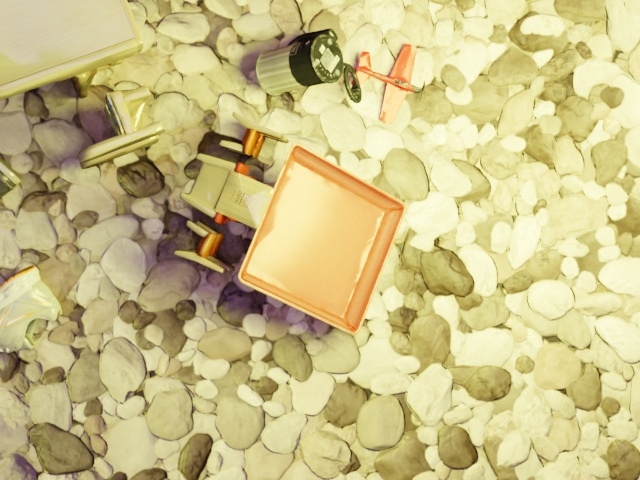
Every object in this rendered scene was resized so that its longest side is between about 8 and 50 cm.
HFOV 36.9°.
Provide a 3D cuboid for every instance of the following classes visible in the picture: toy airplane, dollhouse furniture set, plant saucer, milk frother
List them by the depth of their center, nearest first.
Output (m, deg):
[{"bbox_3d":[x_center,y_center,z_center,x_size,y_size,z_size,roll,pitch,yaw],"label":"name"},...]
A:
[{"bbox_3d":[-0.432,-0.298,1.509,0.256,0.394,0.362,-22,94,-12],"label":"dollhouse furniture set"},{"bbox_3d":[-0.135,-0.071,1.613,0.135,0.259,0.262,23,92,5],"label":"dollhouse furniture set"},{"bbox_3d":[0.000,0.000,1.676,0.259,0.047,0.259,27,78,-26],"label":"plant saucer"},{"bbox_3d":[-0.013,-0.288,1.687,0.129,0.134,0.143,-43,118,-41],"label":"milk frother"},{"bbox_3d":[0.120,-0.293,1.735,0.151,0.028,0.151,0,94,-4],"label":"toy airplane"}]

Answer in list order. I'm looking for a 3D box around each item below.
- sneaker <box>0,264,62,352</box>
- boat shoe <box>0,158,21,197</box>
[{"bbox_3d":[-0.570,0.167,1.676,0.262,0.099,0.121,-39,99,0],"label":"sneaker"},{"bbox_3d":[-0.619,-0.153,1.669,0.206,0.075,0.065,43,86,-9],"label":"boat shoe"}]
